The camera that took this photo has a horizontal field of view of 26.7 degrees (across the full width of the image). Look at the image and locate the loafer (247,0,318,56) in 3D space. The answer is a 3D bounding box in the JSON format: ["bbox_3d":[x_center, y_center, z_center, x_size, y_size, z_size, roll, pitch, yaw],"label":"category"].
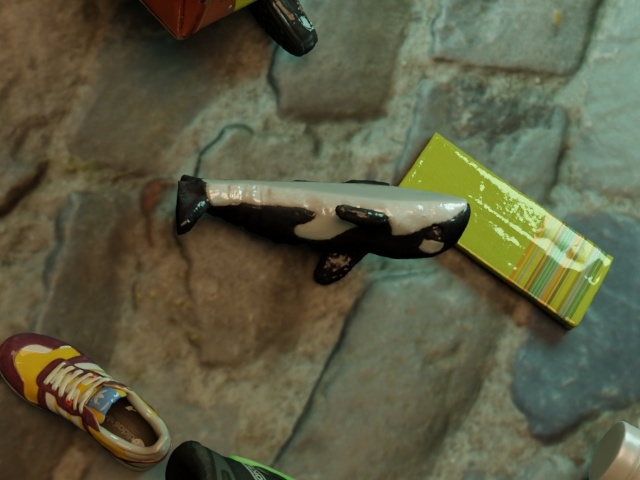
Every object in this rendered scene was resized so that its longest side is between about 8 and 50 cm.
[{"bbox_3d":[-0.057,-0.297,1.423,0.078,0.076,0.223,-28,77,-13],"label":"loafer"}]

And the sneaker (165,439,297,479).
[{"bbox_3d":[-0.170,0.356,1.094,0.202,0.185,0.483,35,43,2],"label":"sneaker"}]

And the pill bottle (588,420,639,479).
[{"bbox_3d":[0.356,0.249,1.336,0.169,0.094,0.094,29,68,-4],"label":"pill bottle"}]

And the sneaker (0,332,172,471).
[{"bbox_3d":[-0.214,0.140,1.236,0.185,0.084,0.069,33,68,-2],"label":"sneaker"}]

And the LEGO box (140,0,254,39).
[{"bbox_3d":[0.033,-0.460,1.286,0.500,0.372,0.193,-34,77,-34],"label":"LEGO box"}]

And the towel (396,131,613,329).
[{"bbox_3d":[0.193,-0.010,1.423,0.237,0.021,0.102,35,62,0],"label":"towel"}]

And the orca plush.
[{"bbox_3d":[0.000,0.000,1.329,0.287,0.151,0.102,1,103,-17],"label":"orca plush"}]
